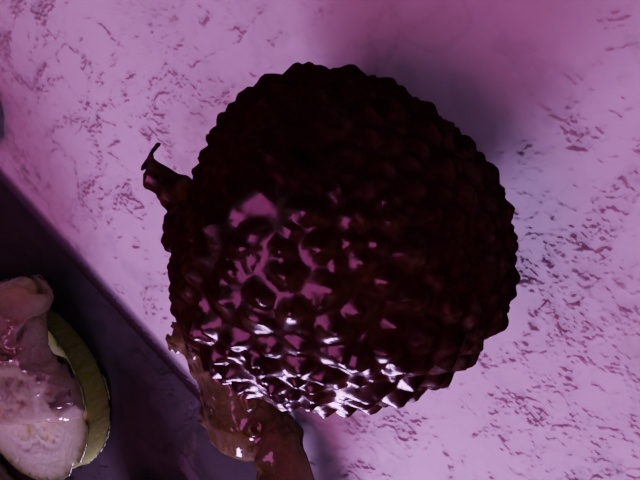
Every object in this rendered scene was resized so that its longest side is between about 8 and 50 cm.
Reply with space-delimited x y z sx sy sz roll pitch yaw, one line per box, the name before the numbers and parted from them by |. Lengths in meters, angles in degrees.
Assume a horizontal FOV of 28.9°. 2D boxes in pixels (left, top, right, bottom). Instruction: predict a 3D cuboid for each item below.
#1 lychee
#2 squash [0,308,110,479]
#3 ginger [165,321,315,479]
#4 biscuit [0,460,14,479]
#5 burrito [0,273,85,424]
lychee | 0.000 0.000 0.911 0.300 0.264 0.264 19 123 16
squash | -0.322 0.161 1.390 0.219 0.041 0.219 15 115 33
ginger | -0.058 0.201 1.171 0.122 0.084 0.290 -19 100 35
biscuit | -0.470 0.254 1.528 0.239 0.062 0.108 49 132 6
burrito | -0.396 0.123 1.343 0.348 0.107 0.175 0 93 37
